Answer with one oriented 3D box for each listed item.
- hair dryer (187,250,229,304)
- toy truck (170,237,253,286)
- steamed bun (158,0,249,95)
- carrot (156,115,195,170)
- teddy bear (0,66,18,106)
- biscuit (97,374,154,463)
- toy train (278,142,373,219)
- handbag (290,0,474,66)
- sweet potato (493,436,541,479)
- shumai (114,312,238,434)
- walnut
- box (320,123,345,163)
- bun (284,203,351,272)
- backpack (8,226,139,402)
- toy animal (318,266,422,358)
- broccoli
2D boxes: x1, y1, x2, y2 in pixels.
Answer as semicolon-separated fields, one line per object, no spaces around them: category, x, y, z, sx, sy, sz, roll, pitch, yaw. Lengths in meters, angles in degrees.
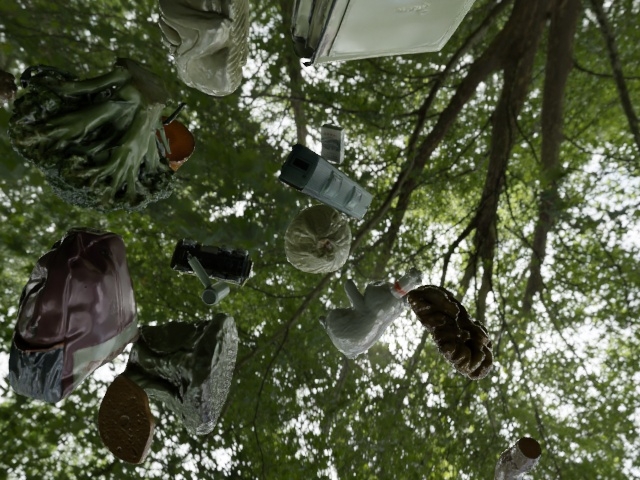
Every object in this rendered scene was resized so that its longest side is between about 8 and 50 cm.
hair dryer;-0.245;0.074;0.880;0.037;0.124;0.063;-34;-179;15
toy truck;-0.371;0.087;1.470;0.271;0.157;0.124;11;-110;2
steamed bun;-0.349;-0.620;1.224;0.247;0.352;0.340;8;-114;-1
carrot;-0.476;-0.230;1.207;0.159;0.225;0.159;19;-128;-26
teddy bear;-0.697;-0.407;0.774;0.246;0.296;0.223;-7;-124;38
biscuit;-0.492;0.454;1.055;0.141;0.029;0.221;-27;-106;1
toy train;0.041;-0.119;1.002;0.089;0.086;0.409;32;-174;25
handbag;0.132;-0.492;0.857;0.358;0.237;0.160;-18;-113;-25
sweet potato;0.419;0.536;0.935;0.067;0.282;0.059;15;-143;20
shumai;-0.434;0.387;1.282;0.322;0.398;0.324;12;-139;1
walnut;0.212;0.136;0.664;0.170;0.069;0.143;51;-162;15
box;0.028;-0.226;0.973;0.054;0.083;0.024;21;-136;23
bun;0.000;0.000;1.246;0.220;0.221;0.134;-19;-160;-20
backpack;-0.508;0.129;0.871;0.197;0.318;0.283;9;-163;3
toy animal;0.134;0.156;1.028;0.282;0.140;0.138;-48;-130;10
broccoli;-0.397;-0.204;0.810;0.283;0.321;0.304;-34;-177;26
